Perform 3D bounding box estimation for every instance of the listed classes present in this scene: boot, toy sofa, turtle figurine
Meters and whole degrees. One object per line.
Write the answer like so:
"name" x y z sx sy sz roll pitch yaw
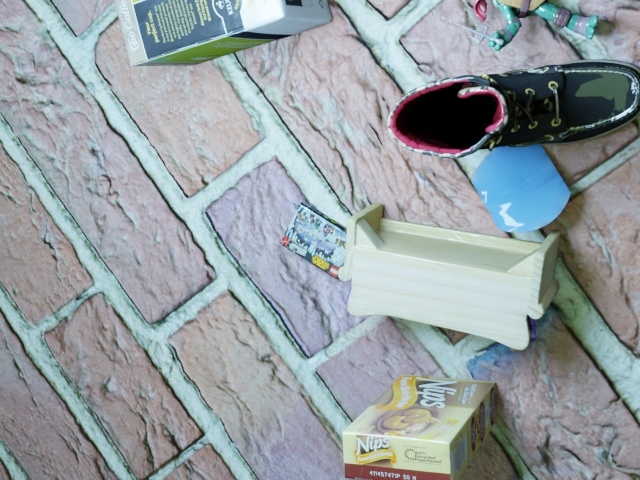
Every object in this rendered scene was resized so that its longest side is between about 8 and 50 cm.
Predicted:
"boot" 0.306 -0.207 1.470 0.378 0.284 0.138 0 100 25
"toy sofa" 0.225 0.055 1.635 0.363 0.150 0.177 10 109 22
"turtle figurine" 0.334 -0.400 1.516 0.234 0.118 0.175 9 119 6

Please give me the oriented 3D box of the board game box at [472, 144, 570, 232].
"board game box" 0.344 -0.088 1.607 0.133 0.033 0.168 -30 64 11

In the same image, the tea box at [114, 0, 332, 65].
"tea box" -0.195 -0.508 1.666 0.324 0.220 0.328 -10 96 24

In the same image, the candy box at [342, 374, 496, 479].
"candy box" 0.179 0.321 1.614 0.183 0.316 0.087 1 100 23

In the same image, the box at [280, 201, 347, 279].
"box" 0.000 0.000 1.788 0.137 0.027 0.094 31 112 15
